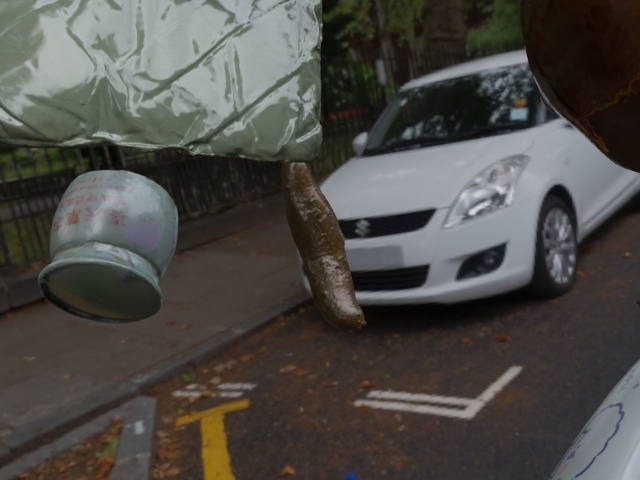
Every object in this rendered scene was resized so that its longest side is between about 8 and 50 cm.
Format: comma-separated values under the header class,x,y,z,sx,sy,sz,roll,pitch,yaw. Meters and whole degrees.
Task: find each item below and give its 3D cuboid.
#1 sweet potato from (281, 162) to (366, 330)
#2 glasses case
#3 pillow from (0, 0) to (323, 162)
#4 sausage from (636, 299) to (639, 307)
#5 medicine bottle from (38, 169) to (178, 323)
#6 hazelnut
class,x,y,z,sx,sy,sz,roll,pitch,yaw
sweet potato,0.000,0.003,1.299,0.092,0.342,0.114,-18,-10,-8
glasses case,0.146,0.093,0.321,0.197,0.049,0.076,-35,-18,-37
pillow,-0.135,-0.187,0.599,0.280,0.275,0.076,2,-22,-2
sausage,0.460,0.018,0.744,0.078,0.078,0.304,-18,-20,-39
medicine bottle,-0.250,0.011,0.863,0.147,0.147,0.143,-7,53,15
hazelnut,0.415,-0.260,0.808,0.365,0.366,0.366,-10,10,2
